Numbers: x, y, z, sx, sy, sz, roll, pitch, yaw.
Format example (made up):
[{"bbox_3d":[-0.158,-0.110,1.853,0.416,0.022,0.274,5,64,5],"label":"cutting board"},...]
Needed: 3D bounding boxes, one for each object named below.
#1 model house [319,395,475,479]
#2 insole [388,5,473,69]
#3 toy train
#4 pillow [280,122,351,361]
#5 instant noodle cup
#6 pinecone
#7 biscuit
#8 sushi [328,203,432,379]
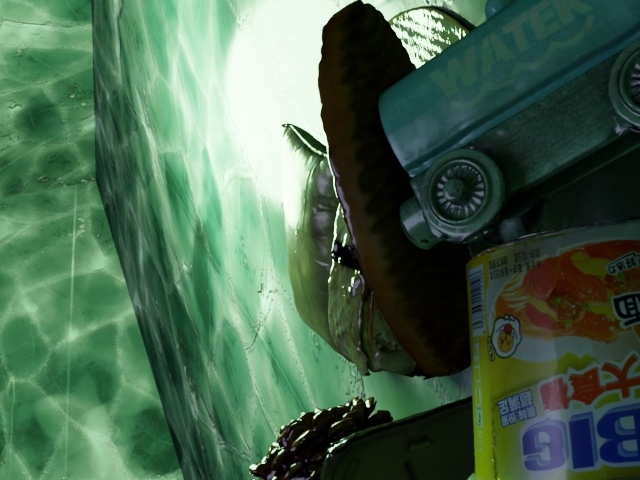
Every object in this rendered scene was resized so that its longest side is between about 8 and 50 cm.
[{"bbox_3d":[0.097,0.295,0.898,0.278,0.218,0.205,116,139,-66],"label":"model house"},{"bbox_3d":[0.133,-0.144,0.817,0.348,0.009,0.119,-134,38,-56],"label":"insole"},{"bbox_3d":[0.143,-0.094,0.566,0.248,0.101,0.159,-32,65,28],"label":"toy train"},{"bbox_3d":[0.000,0.000,1.164,0.185,0.075,0.302,-137,36,-57],"label":"pillow"},{"bbox_3d":[0.179,0.072,0.567,0.205,0.205,0.153,142,121,-68],"label":"instant noodle cup"},{"bbox_3d":[0.022,0.304,1.095,0.221,0.221,0.221,167,90,-70],"label":"pinecone"},{"bbox_3d":[0.075,-0.044,0.742,0.318,0.040,0.318,-16,-90,-72],"label":"biscuit"},{"bbox_3d":[0.063,0.018,0.952,0.134,0.109,0.273,-129,33,-52],"label":"sushi"}]
